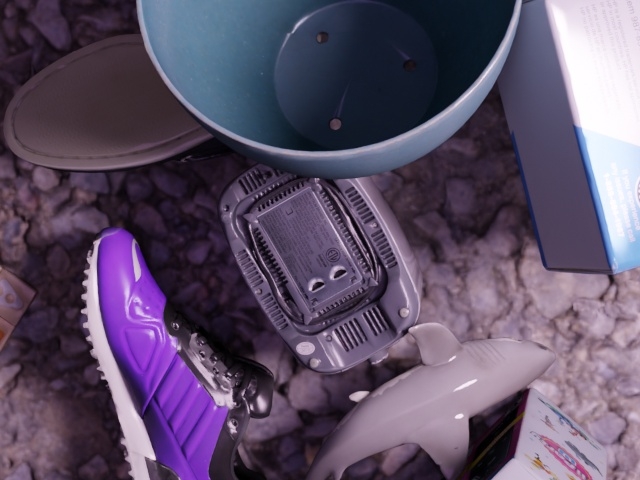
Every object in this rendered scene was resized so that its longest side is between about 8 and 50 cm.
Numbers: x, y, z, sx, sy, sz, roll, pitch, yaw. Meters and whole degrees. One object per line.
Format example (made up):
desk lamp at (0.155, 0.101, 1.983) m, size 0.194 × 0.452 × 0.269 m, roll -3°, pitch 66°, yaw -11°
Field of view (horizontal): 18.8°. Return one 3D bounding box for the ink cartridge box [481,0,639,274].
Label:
ink cartridge box at (0.313, -0.119, 1.556) m, size 0.307 × 0.129 × 0.223 m, roll -16°, pitch 94°, yaw -19°

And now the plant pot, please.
plant pot at (0.018, -0.167, 1.519) m, size 0.290 × 0.195 × 0.290 m, roll -2°, pitch 71°, yaw 7°

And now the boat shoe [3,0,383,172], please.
boat shoe at (-0.103, -0.125, 1.692) m, size 0.340 × 0.113 × 0.127 m, roll -21°, pitch 68°, yaw 3°

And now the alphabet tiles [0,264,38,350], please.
alphabet tiles at (-0.406, 0.090, 1.814) m, size 0.198 × 0.009 × 0.237 m, roll 33°, pitch 100°, yaw 4°

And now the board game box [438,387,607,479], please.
board game box at (0.128, 0.253, 1.599) m, size 0.097 × 0.303 × 0.224 m, roll 42°, pitch 100°, yaw 1°

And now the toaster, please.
toaster at (0.000, 0.000, 1.670) m, size 0.129 × 0.146 × 0.227 m, roll -31°, pitch 91°, yaw 10°

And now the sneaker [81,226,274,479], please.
sneaker at (-0.116, 0.119, 1.733) m, size 0.146 × 0.102 × 0.293 m, roll -14°, pitch 99°, yaw 6°

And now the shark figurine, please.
shark figurine at (0.073, 0.175, 1.649) m, size 0.278 × 0.166 × 0.116 m, roll -36°, pitch 59°, yaw 12°
